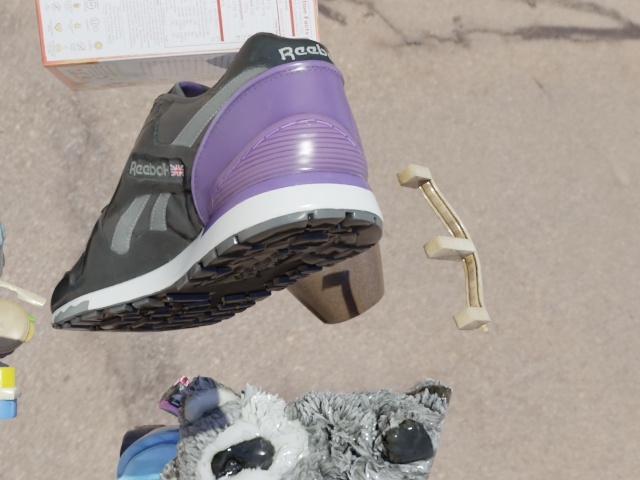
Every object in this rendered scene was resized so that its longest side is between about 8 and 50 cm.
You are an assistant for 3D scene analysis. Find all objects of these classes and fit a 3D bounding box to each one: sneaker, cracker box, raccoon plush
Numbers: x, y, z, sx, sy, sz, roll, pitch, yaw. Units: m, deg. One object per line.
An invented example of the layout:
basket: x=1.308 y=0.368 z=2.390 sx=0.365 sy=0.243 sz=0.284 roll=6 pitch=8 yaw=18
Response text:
sneaker: x=-0.076 y=-0.023 z=0.515 sx=0.107 sy=0.283 sz=0.124 roll=6 pitch=68 yaw=-43
cracker box: x=-0.125 y=-0.186 z=0.774 sx=0.232 sy=0.155 sz=0.067 roll=-5 pitch=92 yaw=-8
sneaker: x=-0.207 y=0.226 z=1.242 sx=0.047 sy=0.119 sz=0.057 roll=25 pitch=79 yaw=-9
raccoon plush: x=-0.008 y=0.262 z=1.086 sx=0.299 sy=0.446 sz=0.216 roll=17 pitch=92 yaw=11

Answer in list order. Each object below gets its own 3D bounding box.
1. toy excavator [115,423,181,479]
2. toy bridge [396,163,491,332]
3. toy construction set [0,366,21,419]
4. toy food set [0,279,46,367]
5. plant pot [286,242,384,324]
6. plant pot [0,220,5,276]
toy excavator: x=-0.217 y=0.500 z=1.177 sx=0.445 sy=0.222 sz=0.433 roll=-25 pitch=110 yaw=-77
toy bridge: x=0.135 y=0.009 z=0.877 sx=0.063 sy=0.026 sz=0.188 roll=6 pitch=57 yaw=-46
toy construction set: x=-0.474 y=0.181 z=0.801 sx=0.215 sy=0.327 sz=0.151 roll=15 pitch=58 yaw=-71
toy food set: x=-0.697 y=0.193 z=1.861 sx=0.132 sy=0.038 sz=0.192 roll=26 pitch=63 yaw=-5
plant pot: x=0.000 y=0.000 z=1.260 sx=0.215 sy=0.215 sz=0.231 roll=-39 pitch=107 yaw=-44
plant pot: x=-0.506 y=-0.024 z=0.981 sx=0.252 sy=0.248 sz=0.247 roll=-11 pitch=75 yaw=-24
